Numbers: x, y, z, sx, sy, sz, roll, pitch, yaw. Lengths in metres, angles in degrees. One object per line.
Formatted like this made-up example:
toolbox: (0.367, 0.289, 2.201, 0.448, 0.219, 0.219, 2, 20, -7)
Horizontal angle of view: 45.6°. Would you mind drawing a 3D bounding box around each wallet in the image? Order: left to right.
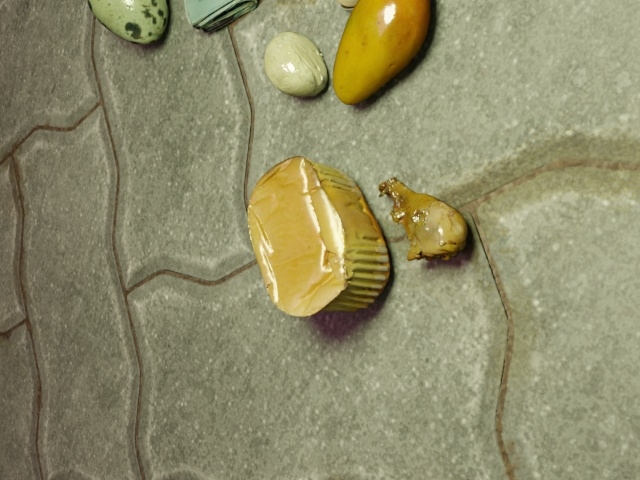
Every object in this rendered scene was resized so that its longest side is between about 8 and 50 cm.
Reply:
wallet: (-0.221, -0.583, 1.603, 0.176, 0.075, 0.251, -18, 78, 35)

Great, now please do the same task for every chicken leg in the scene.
chicken leg: (0.162, -0.034, 1.263, 0.207, 0.085, 0.101, 46, 133, 42)

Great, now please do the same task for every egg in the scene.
egg: (-0.432, -0.546, 1.723, 0.177, 0.177, 0.228, -33, 84, 37)

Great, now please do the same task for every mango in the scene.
mango: (0.100, -0.337, 1.288, 0.138, 0.113, 0.253, 48, 124, 27)

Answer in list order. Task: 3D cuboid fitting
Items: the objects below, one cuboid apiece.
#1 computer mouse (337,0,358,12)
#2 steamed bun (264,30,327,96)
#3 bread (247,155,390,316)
computer mouse: (0.096, -0.511, 1.311, 0.236, 0.082, 0.145, -45, 62, 33)
steamed bun: (-0.054, -0.323, 1.425, 0.091, 0.112, 0.130, -35, 75, 35)
bread: (0.000, 0.000, 1.358, 0.204, 0.156, 0.288, -39, 62, 26)
